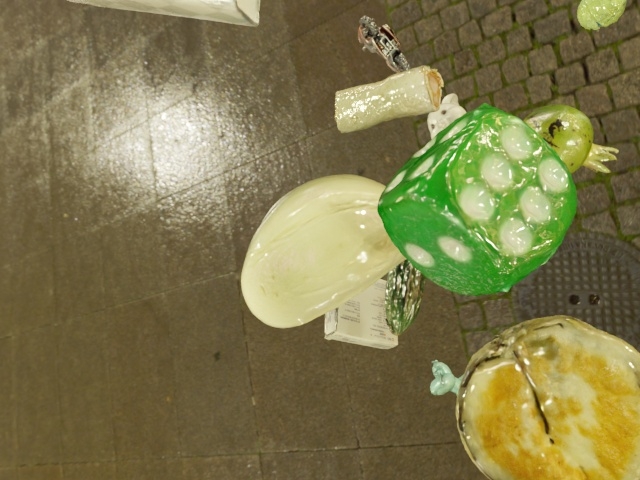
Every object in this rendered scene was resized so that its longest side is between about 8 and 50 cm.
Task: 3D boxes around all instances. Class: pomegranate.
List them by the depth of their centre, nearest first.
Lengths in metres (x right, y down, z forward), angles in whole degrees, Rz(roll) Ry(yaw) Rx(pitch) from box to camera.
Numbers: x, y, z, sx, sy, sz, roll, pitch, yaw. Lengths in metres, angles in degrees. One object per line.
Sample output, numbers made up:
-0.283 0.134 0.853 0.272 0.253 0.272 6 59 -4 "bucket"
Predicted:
0.831 -0.324 1.664 0.340 0.260 0.261 20 95 18 "pomegranate"

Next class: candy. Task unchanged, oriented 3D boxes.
0.688 -0.554 0.981 0.335 0.093 0.092 -30 29 47 "candy"

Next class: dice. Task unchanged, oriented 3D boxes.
0.140 -0.035 0.445 0.131 0.120 0.128 45 70 -6 "dice"

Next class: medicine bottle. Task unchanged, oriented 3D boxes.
0.102 0.164 1.175 0.052 0.201 0.171 -28 53 48 "medicine bottle"

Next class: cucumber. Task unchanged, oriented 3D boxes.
0.155 0.031 0.841 0.077 0.077 0.266 -2 59 30 "cucumber"

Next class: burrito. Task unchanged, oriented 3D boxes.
0.142 -0.327 1.149 0.299 0.143 0.105 -4 106 41 "burrito"

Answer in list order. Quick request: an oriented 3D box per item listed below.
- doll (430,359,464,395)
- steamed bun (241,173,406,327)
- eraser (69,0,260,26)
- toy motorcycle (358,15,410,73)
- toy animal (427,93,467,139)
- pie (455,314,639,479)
0.324 0.353 1.144 0.059 0.158 0.159 -49 46 27 "doll"
0.000 0.000 0.672 0.250 0.200 0.155 -34 99 6 "steamed bun"
-0.289 -0.464 0.760 0.396 0.082 0.213 15 126 16 "eraser"
0.189 -0.592 1.474 0.084 0.212 0.118 -48 21 1 "toy motorcycle"
0.421 -0.342 1.473 0.193 0.178 0.128 37 124 7 "toy animal"
0.406 0.296 0.848 0.338 0.077 0.340 -5 76 20 "pie"
